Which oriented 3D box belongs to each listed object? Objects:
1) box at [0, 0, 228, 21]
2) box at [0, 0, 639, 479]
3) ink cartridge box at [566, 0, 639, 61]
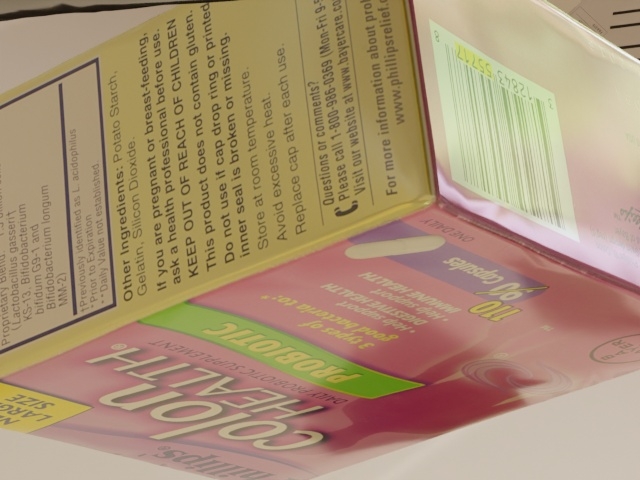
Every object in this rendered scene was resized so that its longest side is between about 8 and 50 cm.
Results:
[{"bbox_3d":[-0.022,-0.234,0.408,0.312,0.179,0.343,0,-115,40],"label":"box"},{"bbox_3d":[0.000,0.000,0.778,0.213,0.243,0.117,23,-126,-50],"label":"box"},{"bbox_3d":[0.239,-0.093,1.150,0.097,0.046,0.207,-43,-129,4],"label":"ink cartridge box"}]
